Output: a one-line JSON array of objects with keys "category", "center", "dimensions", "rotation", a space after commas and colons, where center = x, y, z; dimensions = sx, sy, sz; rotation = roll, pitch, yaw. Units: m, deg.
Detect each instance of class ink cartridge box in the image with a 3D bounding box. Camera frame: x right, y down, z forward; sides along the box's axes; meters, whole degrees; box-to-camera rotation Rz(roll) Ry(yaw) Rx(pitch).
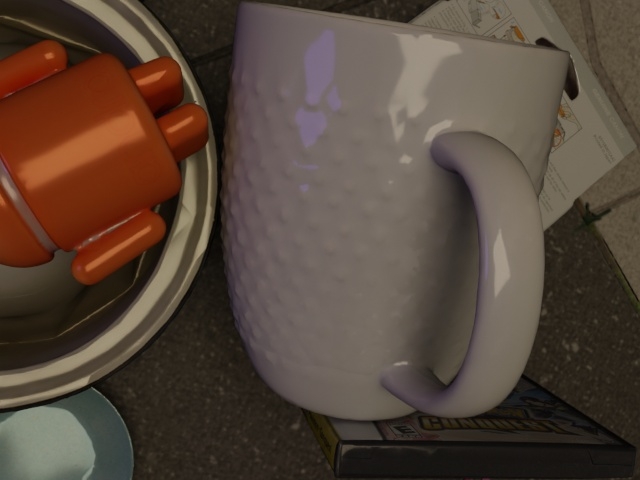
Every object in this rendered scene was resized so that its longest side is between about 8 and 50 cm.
[{"category": "ink cartridge box", "center": [0.197, -0.146, 0.863], "dimensions": [0.239, 0.060, 0.275], "rotation": [-38, 99, -19]}]

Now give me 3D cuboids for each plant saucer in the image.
[{"category": "plant saucer", "center": [-0.290, 0.226, 0.784], "dimensions": [0.195, 0.037, 0.195], "rotation": [-1, 94, -13]}]

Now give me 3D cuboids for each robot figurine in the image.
[{"category": "robot figurine", "center": [-0.197, -0.063, 0.595], "dimensions": [0.219, 0.128, 0.158], "rotation": [-30, 126, -11]}]

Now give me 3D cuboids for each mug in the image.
[{"category": "mug", "center": [0.061, -0.009, 0.640], "dimensions": [0.276, 0.374, 0.328], "rotation": [2, 108, -21]}]

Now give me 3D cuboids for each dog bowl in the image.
[{"category": "dog bowl", "center": [-0.302, -0.057, 0.711], "dimensions": [0.408, 0.150, 0.408], "rotation": [-1, 92, -13]}]

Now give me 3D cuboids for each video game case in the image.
[{"category": "video game case", "center": [0.120, 0.169, 0.763], "dimensions": [0.275, 0.248, 0.035], "rotation": [4, 97, -13]}]
